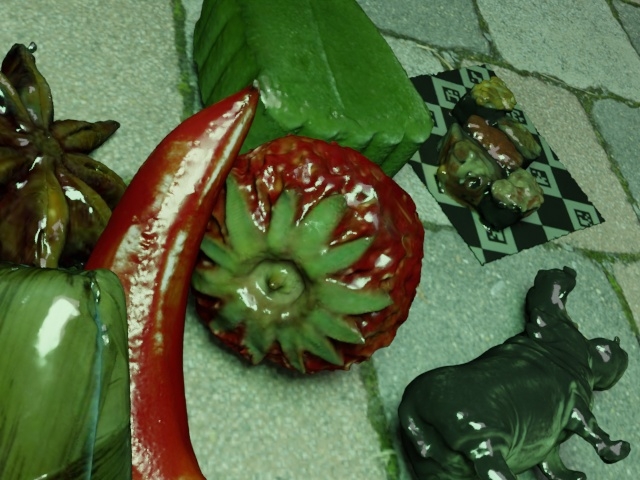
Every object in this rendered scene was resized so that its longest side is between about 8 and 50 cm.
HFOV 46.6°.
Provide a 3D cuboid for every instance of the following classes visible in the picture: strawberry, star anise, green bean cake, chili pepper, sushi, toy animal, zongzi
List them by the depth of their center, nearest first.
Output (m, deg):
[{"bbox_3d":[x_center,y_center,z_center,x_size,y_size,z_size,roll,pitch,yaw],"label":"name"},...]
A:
[{"bbox_3d":[-0.185,0.130,0.339,0.112,0.221,0.242,6,11,27],"label":"zongzi"},{"bbox_3d":[-0.107,0.073,0.500,0.092,0.136,0.369,16,72,-72],"label":"chili pepper"},{"bbox_3d":[-0.243,-0.050,0.585,0.272,0.102,0.272,45,26,-29],"label":"star anise"},{"bbox_3d":[0.000,0.000,0.652,0.205,0.205,0.244,40,23,1],"label":"strawberry"},{"bbox_3d":[0.202,0.145,0.696,0.168,0.106,0.343,45,39,16],"label":"toy animal"},{"bbox_3d":[-0.018,-0.177,0.796,0.222,0.125,0.248,1,58,-33],"label":"green bean cake"},{"bbox_3d":[0.230,-0.129,0.956,0.292,0.059,0.294,-17,66,-40],"label":"sushi"}]
